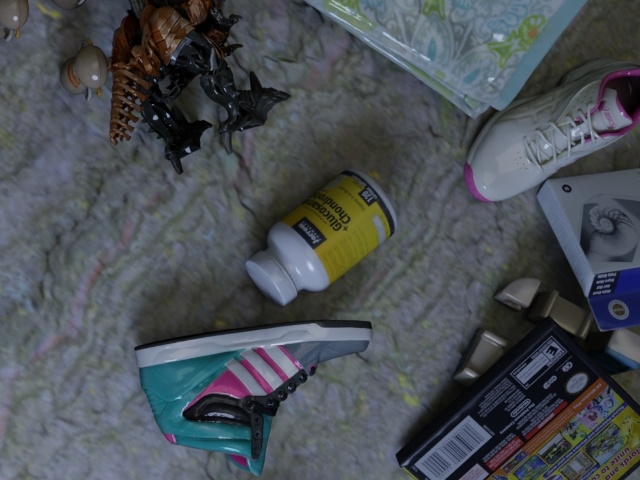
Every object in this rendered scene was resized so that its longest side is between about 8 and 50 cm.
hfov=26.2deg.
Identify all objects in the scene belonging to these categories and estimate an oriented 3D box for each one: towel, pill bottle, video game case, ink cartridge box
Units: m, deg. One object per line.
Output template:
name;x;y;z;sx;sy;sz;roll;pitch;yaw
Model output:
towel;0.195;-0.376;1.731;0.320;0.090;0.374;30;105;-20
pill bottle;0.000;0.000;1.716;0.184;0.103;0.103;-39;104;-18
video game case;0.279;0.271;1.806;0.275;0.035;0.248;-44;111;8
ink cartridge box;0.434;0.003;1.865;0.223;0.045;0.224;-8;60;-22

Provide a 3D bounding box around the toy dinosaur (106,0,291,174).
toy dinosaur;-0.177;-0.204;1.591;0.322;0.164;0.218;-50;119;-32

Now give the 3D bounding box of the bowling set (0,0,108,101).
bowling set;-0.340;-0.295;1.547;0.200;0.154;0.287;-7;93;-22

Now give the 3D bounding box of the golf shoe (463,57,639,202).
golf shoe;0.326;-0.154;1.831;0.306;0.140;0.115;-36;105;-17

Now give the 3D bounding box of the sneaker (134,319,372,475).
sneaker;-0.069;0.193;1.676;0.295;0.124;0.178;-7;88;-14

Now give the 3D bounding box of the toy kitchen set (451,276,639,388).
toy kitchen set;0.304;0.164;1.856;0.207;0.122;0.166;29;79;1
